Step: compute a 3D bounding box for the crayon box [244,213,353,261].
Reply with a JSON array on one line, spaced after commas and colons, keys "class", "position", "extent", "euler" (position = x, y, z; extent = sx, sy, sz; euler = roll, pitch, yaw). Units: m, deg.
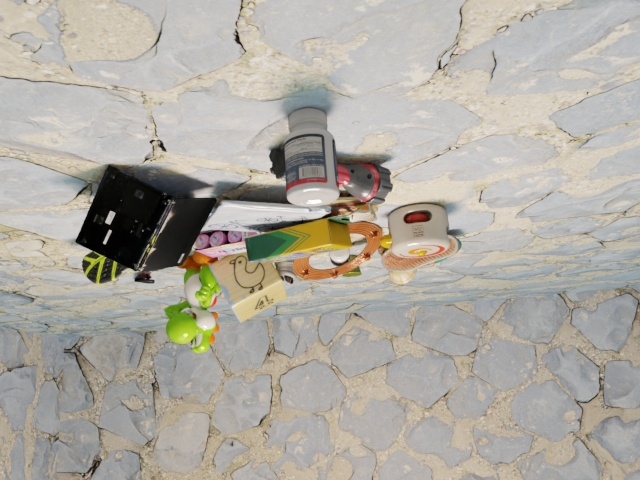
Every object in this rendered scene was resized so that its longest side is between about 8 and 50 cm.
[{"class": "crayon box", "position": [-0.041, 0.001, 1.737], "extent": [0.322, 0.083, 0.203], "euler": [-13, 173, 19]}]

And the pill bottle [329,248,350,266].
[{"class": "pill bottle", "position": [0.071, 0.048, 2.107], "extent": [0.078, 0.078, 0.137], "euler": [-5, 163, 2]}]

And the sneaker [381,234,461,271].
[{"class": "sneaker", "position": [0.382, 0.055, 2.132], "extent": [0.302, 0.108, 0.121], "euler": [-14, 169, 24]}]

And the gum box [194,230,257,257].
[{"class": "gum box", "position": [-0.316, 0.005, 1.888], "extent": [0.188, 0.062, 0.107], "euler": [-11, 162, 20]}]

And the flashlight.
[{"class": "flashlight", "position": [0.032, -0.155, 1.361], "extent": [0.304, 0.103, 0.103], "euler": [7, 161, -36]}]

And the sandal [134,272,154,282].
[{"class": "sandal", "position": [-0.735, 0.156, 2.362], "extent": [0.067, 0.040, 0.179], "euler": [12, 172, -30]}]

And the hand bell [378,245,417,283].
[{"class": "hand bell", "position": [0.281, 0.071, 2.254], "extent": [0.126, 0.126, 0.242], "euler": [-13, 149, 27]}]

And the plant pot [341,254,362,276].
[{"class": "plant pot", "position": [0.124, 0.101, 2.299], "extent": [0.083, 0.079, 0.083], "euler": [-5, 164, -1]}]

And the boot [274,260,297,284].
[{"class": "boot", "position": [-0.120, 0.111, 2.191], "extent": [0.095, 0.123, 0.258], "euler": [-9, 163, 17]}]

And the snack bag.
[{"class": "snack bag", "position": [-0.174, -0.071, 1.663], "extent": [0.323, 0.037, 0.342], "euler": [3, 169, -19]}]

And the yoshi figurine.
[{"class": "yoshi figurine", "position": [-0.473, 0.224, 2.066], "extent": [0.203, 0.362, 0.203], "euler": [-2, 164, -4]}]

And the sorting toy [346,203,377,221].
[{"class": "sorting toy", "position": [0.113, -0.076, 1.616], "extent": [0.075, 0.045, 0.083], "euler": [-22, 160, 11]}]

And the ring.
[{"class": "ring", "position": [0.065, 0.048, 1.975], "extent": [0.336, 0.032, 0.337], "euler": [-17, 149, -10]}]

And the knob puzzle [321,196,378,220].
[{"class": "knob puzzle", "position": [0.076, -0.099, 1.691], "extent": [0.213, 0.030, 0.213], "euler": [-4, 164, -1]}]

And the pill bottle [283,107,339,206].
[{"class": "pill bottle", "position": [-0.020, -0.169, 1.158], "extent": [0.108, 0.180, 0.108], "euler": [-4, 164, -1]}]

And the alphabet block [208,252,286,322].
[{"class": "alphabet block", "position": [-0.254, 0.147, 2.023], "extent": [0.197, 0.192, 0.193], "euler": [-29, 160, -10]}]

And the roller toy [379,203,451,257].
[{"class": "roller toy", "position": [0.312, -0.022, 1.806], "extent": [0.209, 0.146, 0.191], "euler": [7, 160, -32]}]

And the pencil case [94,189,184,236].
[{"class": "pencil case", "position": [-0.462, -0.068, 1.516], "extent": [0.273, 0.113, 0.124], "euler": [5, 143, -30]}]

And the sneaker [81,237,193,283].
[{"class": "sneaker", "position": [-0.583, 0.029, 1.848], "extent": [0.384, 0.145, 0.147], "euler": [-11, -167, 15]}]

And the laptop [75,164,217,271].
[{"class": "laptop", "position": [-0.440, -0.053, 1.455], "extent": [0.264, 0.136, 0.234], "euler": [27, 111, -12]}]
